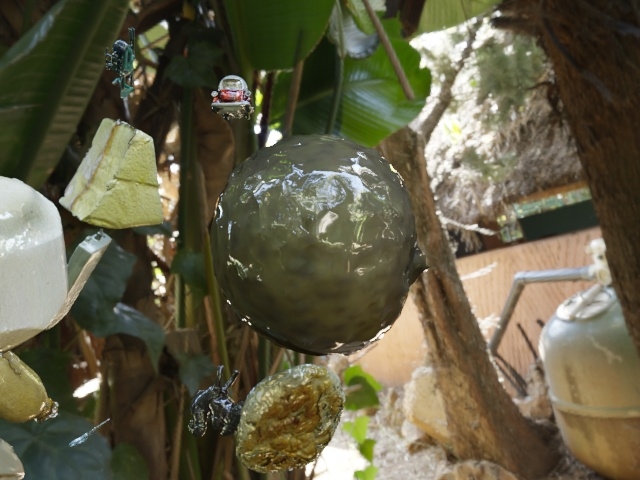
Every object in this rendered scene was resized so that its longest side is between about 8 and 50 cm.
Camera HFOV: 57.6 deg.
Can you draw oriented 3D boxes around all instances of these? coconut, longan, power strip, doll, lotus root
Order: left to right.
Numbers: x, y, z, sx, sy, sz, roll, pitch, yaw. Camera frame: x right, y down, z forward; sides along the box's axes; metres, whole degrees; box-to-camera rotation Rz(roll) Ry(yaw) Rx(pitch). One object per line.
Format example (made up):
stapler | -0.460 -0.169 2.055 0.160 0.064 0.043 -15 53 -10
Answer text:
coconut | -0.482 0.048 0.819 0.238 0.265 0.237 11 24 -5
lotus root | -0.786 0.369 1.458 0.131 0.303 0.146 -36 43 -17
power strip | -0.425 0.066 1.006 0.226 0.029 0.080 -52 4 19
doll | -0.210 0.359 1.244 0.165 0.139 0.057 -53 -22 -5
longan | 0.000 0.000 1.006 0.392 0.390 0.391 -14 -2 0

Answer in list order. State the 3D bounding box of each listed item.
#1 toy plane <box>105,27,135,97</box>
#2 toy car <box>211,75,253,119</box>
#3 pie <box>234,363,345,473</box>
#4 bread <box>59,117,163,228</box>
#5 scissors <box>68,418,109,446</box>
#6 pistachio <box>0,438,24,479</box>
toy plane | -0.596 -0.524 1.758 0.096 0.060 0.235 -55 -8 -43
toy car | -0.243 -0.402 1.624 0.112 0.112 0.139 -2 -3 1
pie | -0.062 0.386 1.257 0.274 0.274 0.055 -13 25 -32
bread | -0.516 -0.170 1.392 0.199 0.235 0.263 -9 21 -36
scissors | -0.383 0.320 0.971 0.083 0.006 0.036 -37 -17 10
pistachio | -0.602 0.382 0.952 0.136 0.135 0.226 -15 -26 32
